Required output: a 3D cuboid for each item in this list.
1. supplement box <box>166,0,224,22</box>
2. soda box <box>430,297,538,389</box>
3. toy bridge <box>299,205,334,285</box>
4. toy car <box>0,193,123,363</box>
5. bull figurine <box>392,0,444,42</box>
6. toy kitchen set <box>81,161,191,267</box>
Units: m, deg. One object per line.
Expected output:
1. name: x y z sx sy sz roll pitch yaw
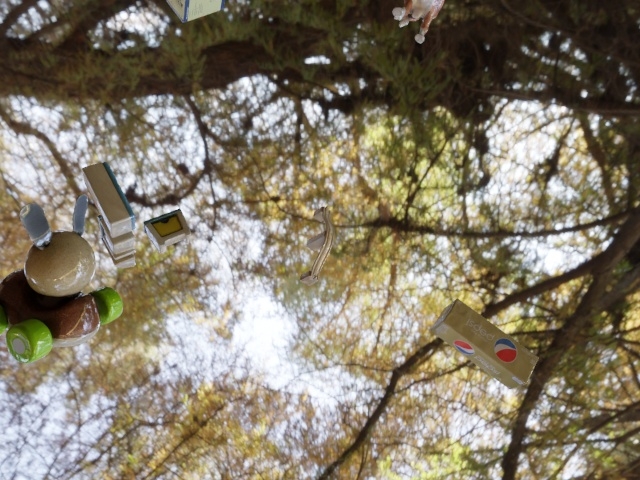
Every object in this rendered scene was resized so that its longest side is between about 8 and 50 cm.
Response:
1. supplement box: -0.206 -0.423 0.913 0.083 0.083 0.056 -32 -101 -27
2. soda box: 0.297 0.188 1.001 0.181 0.058 0.061 37 -118 5
3. toy bridge: 0.000 0.000 1.122 0.026 0.063 0.188 33 -131 -27
4. toy car: -0.353 0.033 0.715 0.149 0.188 0.155 18 -160 17
5. bull figurine: 0.226 -0.573 1.134 0.101 0.310 0.188 20 -119 14
6. toy kitchen set: -0.335 -0.060 1.034 0.166 0.207 0.122 -25 -106 -27
